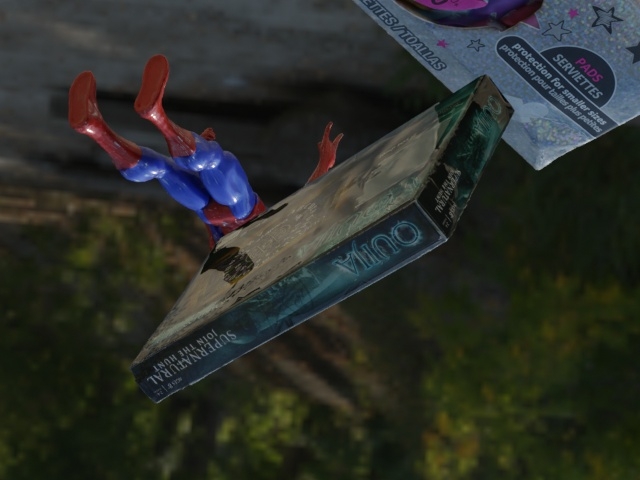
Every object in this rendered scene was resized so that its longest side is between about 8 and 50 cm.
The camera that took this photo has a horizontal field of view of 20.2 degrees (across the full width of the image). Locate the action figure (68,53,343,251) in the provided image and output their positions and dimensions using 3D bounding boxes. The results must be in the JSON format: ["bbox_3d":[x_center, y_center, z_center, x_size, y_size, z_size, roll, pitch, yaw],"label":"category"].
[{"bbox_3d":[-0.070,-0.065,1.327,0.091,0.139,0.280,-8,145,26],"label":"action figure"}]

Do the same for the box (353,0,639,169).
[{"bbox_3d":[0.114,-0.193,1.099,0.247,0.163,0.142,39,132,-24],"label":"box"}]

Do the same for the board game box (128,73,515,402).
[{"bbox_3d":[0.000,0.000,0.855,0.186,0.026,0.126,-31,-164,34],"label":"board game box"}]
